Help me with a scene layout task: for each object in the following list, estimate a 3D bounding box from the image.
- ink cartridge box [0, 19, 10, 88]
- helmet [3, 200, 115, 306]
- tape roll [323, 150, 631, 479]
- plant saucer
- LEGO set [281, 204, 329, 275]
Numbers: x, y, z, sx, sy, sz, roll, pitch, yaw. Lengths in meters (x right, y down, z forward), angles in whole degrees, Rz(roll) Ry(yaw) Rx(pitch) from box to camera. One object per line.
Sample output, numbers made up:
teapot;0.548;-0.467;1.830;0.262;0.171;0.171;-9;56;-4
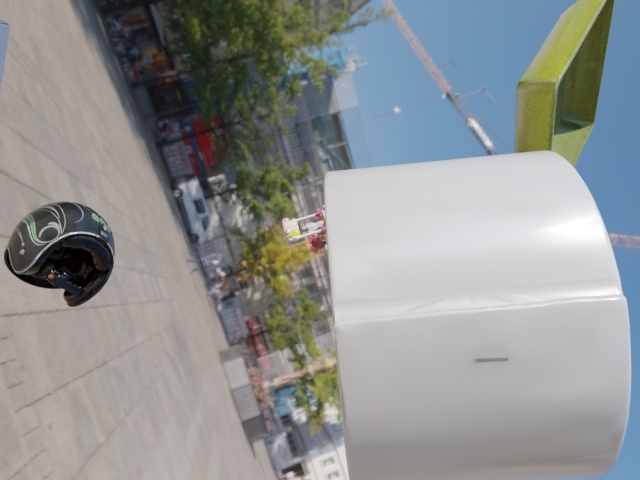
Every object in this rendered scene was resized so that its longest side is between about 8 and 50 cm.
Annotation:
ink cartridge box;-0.508;-0.234;0.729;0.086;0.203;0.148;-45;158;-68
helmet;-0.432;0.016;0.970;0.161;0.169;0.169;33;-36;46
tape roll;0.097;0.061;0.447;0.246;0.169;0.246;-5;90;-88
plant saucer;0.247;-0.141;0.607;0.045;0.188;0.188;19;-33;29
LEGO set;0.000;0.000;0.992;0.287;0.107;0.132;122;-49;-88
